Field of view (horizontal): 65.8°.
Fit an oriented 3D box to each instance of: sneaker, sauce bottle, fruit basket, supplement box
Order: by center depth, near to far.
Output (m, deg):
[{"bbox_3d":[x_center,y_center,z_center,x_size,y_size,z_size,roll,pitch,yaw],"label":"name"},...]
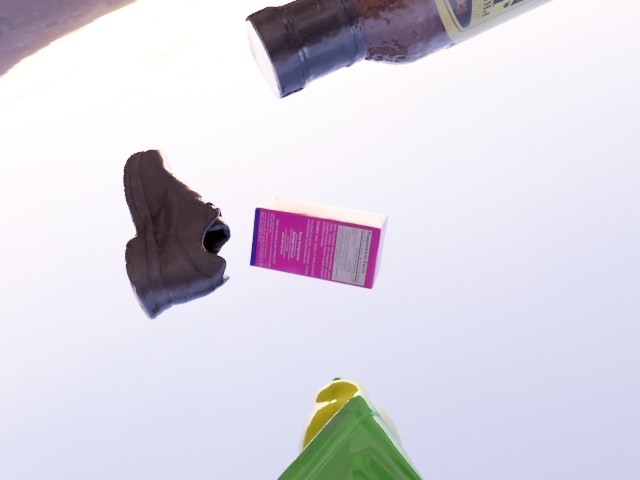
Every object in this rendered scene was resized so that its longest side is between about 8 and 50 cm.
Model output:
[{"bbox_3d":[0.105,-0.220,0.424,0.344,0.112,0.111,-28,-147,-7],"label":"sauce bottle"},{"bbox_3d":[-0.193,-0.025,0.674,0.130,0.109,0.286,-14,-128,-9],"label":"sneaker"},{"bbox_3d":[0.048,0.394,0.780,0.283,0.392,0.392,-43,-142,-18],"label":"fruit basket"},{"bbox_3d":[0.000,0.000,0.874,0.219,0.114,0.111,11,-163,10],"label":"supplement box"}]
